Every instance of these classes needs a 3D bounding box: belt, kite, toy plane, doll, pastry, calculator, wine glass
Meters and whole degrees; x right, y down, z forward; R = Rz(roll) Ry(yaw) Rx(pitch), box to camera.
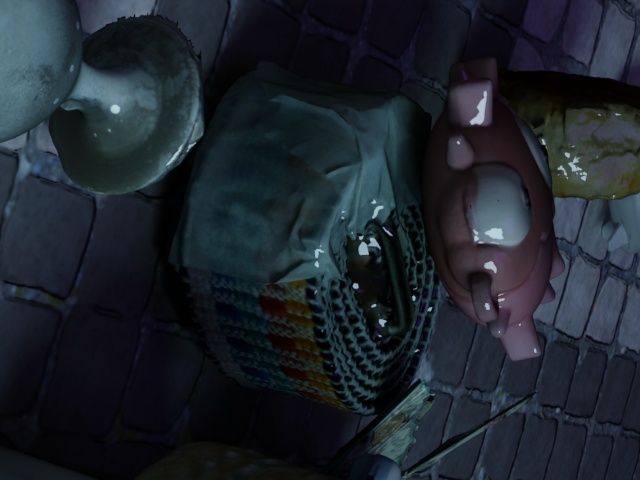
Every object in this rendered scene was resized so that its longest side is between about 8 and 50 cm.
[{"bbox_3d":[0.000,0.000,1.268,0.207,0.150,0.257,-56,145,-41],"label":"belt"},{"bbox_3d":[0.027,0.213,1.404,0.368,0.014,0.406,-29,156,-22],"label":"kite"},{"bbox_3d":[0.321,-0.068,1.792,0.174,0.080,0.174,-15,116,-33],"label":"toy plane"},{"bbox_3d":[0.122,-0.027,1.253,0.262,0.093,0.211,-68,145,-62],"label":"doll"},{"bbox_3d":[0.212,-0.092,1.506,0.182,0.192,0.093,-3,107,-28],"label":"pastry"},{"bbox_3d":[0.022,0.229,1.275,0.210,0.039,0.121,95,16,-67],"label":"calculator"},{"bbox_3d":[-0.175,-0.105,0.986,0.241,0.126,0.126,24,82,-58],"label":"wine glass"}]

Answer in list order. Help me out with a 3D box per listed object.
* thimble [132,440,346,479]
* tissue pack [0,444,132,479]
[{"bbox_3d":[-0.040,0.243,1.058,0.196,0.148,0.229,-16,113,-53],"label":"thimble"},{"bbox_3d":[-0.135,0.241,1.172,0.246,0.136,0.159,28,78,-57],"label":"tissue pack"}]
